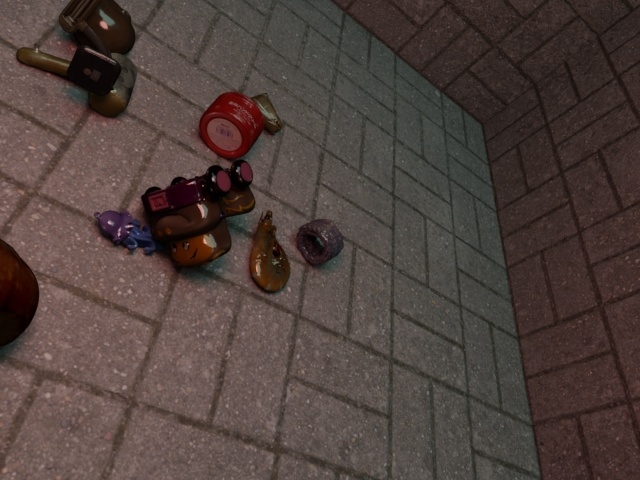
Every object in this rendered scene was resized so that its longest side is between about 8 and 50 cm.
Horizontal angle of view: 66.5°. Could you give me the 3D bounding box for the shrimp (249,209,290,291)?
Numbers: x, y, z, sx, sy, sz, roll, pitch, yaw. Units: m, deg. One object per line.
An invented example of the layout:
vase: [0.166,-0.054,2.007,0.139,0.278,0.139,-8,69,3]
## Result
shrimp: [-0.151,0.033,1.550,0.152,0.063,0.288,26,51,-30]

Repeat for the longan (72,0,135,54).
longan: [-0.660,-0.646,1.480,0.189,0.189,0.189,23,49,-29]

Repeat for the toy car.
toy car: [-0.316,-0.076,1.356,0.340,0.271,0.241,-36,113,-57]

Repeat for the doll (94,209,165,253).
doll: [-0.496,-0.021,1.277,0.205,0.067,0.110,34,29,-36]

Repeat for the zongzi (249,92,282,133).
zongzi: [-0.239,-0.458,1.807,0.176,0.078,0.160,-26,82,-38]

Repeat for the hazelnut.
hazelnut: [-0.669,0.093,0.935,0.217,0.234,0.218,-2,60,3]

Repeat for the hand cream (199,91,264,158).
hand cream: [-0.293,-0.378,1.610,0.193,0.193,0.125,37,46,-17]

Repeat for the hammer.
hammer: [-0.697,-0.486,1.399,0.305,0.113,0.202,16,49,-24]

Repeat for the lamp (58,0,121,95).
lamp: [-0.600,-0.555,1.313,0.124,0.203,0.283,10,48,-45]

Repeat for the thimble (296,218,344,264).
thimble: [-0.002,0.001,1.646,0.097,0.150,0.150,-29,83,-46]
